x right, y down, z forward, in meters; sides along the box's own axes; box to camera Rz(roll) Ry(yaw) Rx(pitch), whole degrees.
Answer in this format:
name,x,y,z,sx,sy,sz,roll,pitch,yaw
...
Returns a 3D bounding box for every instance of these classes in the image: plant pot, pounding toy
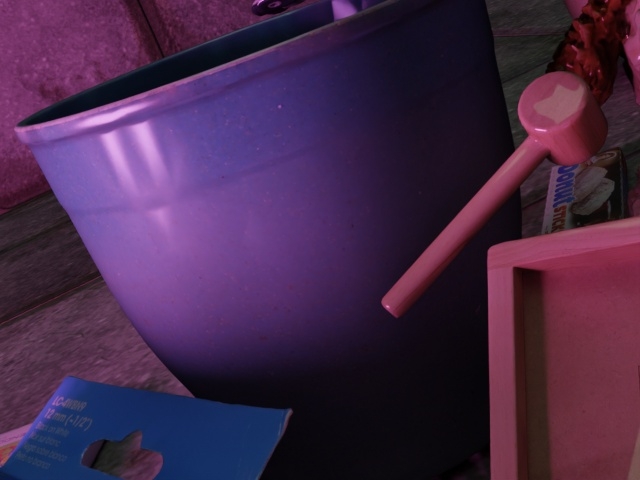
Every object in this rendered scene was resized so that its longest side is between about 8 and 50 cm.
name,x,y,z,sx,sy,sz,roll,pitch,yaw
plant pot,0.000,0.000,0.580,0.271,0.255,0.272,-19,16,6
pounding toy,0.126,0.033,0.428,0.181,0.094,0.206,-12,62,33

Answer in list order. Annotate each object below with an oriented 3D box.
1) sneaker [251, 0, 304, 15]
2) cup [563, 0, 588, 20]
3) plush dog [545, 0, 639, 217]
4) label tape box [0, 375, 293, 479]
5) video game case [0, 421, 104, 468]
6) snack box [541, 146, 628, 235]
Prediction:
name,x,y,z,sx,sy,sz,roll,pitch,yaw
sneaker,0.023,-0.189,0.523,0.153,0.099,0.282,-16,8,-2
cup,0.399,-0.336,1.091,0.331,0.331,0.237,-30,-9,-21
plush dog,0.242,-0.058,0.492,0.262,0.225,0.210,-13,19,32
label tape box,-0.202,0.173,0.421,0.249,0.115,0.348,-2,45,51
video game case,-0.266,0.202,0.723,0.193,0.023,0.212,-20,17,10
snack box,0.219,-0.031,0.799,0.064,0.022,0.178,-18,18,23
